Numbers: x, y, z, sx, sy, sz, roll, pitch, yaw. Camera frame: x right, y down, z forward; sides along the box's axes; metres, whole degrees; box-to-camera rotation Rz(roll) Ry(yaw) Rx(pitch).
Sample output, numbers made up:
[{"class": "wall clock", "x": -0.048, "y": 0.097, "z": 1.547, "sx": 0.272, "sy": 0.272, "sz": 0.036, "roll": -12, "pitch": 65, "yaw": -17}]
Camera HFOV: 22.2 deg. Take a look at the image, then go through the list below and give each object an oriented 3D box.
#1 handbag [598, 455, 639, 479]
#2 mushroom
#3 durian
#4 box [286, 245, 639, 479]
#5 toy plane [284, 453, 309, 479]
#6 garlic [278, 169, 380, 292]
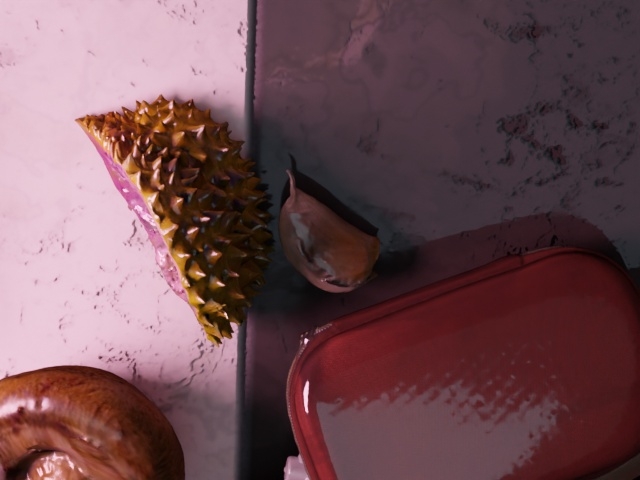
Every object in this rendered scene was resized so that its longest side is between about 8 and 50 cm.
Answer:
[{"class": "handbag", "x": 0.368, "y": 0.370, "z": 1.823, "sx": 0.358, "sy": 0.160, "sz": 0.237, "roll": -31, "pitch": 113, "yaw": 9}, {"class": "mushroom", "x": -0.261, "y": 0.266, "z": 1.770, "sx": 0.263, "sy": 0.195, "sz": 0.283, "roll": -30, "pitch": 89, "yaw": 18}, {"class": "durian", "x": -0.133, "y": -0.017, "z": 1.704, "sx": 0.153, "sy": 0.186, "sz": 0.260, "roll": -25, "pitch": 119, "yaw": 15}, {"class": "box", "x": 0.170, "y": 0.165, "z": 1.740, "sx": 0.404, "sy": 0.108, "sz": 0.263, "roll": -19, "pitch": 90, "yaw": -3}, {"class": "toy plane", "x": 0.019, "y": 0.338, "z": 1.831, "sx": 0.252, "sy": 0.118, "sz": 0.252, "roll": 0, "pitch": 102, "yaw": -1}, {"class": "garlic", "x": -0.003, "y": 0.002, "z": 1.756, "sx": 0.152, "sy": 0.066, "sz": 0.084, "roll": 35, "pitch": 78, "yaw": -14}]
